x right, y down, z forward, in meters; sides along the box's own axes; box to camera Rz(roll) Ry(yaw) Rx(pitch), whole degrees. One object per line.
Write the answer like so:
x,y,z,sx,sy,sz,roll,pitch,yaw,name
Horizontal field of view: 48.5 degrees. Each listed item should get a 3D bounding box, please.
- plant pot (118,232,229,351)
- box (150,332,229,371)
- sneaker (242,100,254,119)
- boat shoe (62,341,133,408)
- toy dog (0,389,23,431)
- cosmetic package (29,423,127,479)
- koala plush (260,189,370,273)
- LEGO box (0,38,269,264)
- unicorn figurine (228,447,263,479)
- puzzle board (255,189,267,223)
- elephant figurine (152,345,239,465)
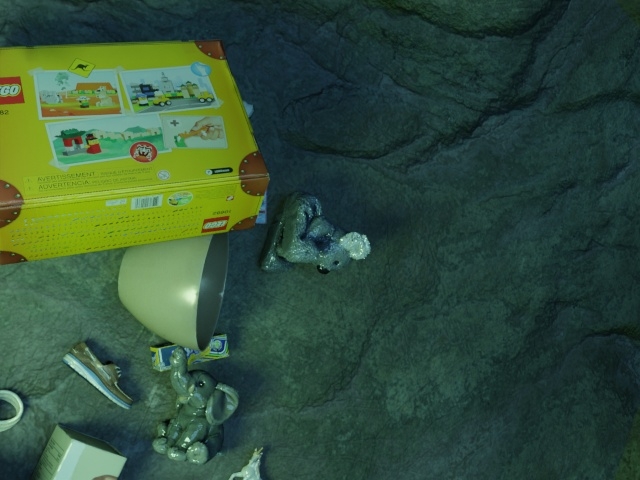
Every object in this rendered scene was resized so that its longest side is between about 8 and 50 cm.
-0.322,0.085,1.534,0.191,0.284,0.284,8,83,4,plant pot
-0.300,0.255,1.635,0.169,0.059,0.054,-9,91,-31,box
-0.287,-0.245,1.646,0.129,0.111,0.297,44,64,-6,sneaker
-0.465,0.291,1.533,0.183,0.066,0.066,47,66,-21,boat shoe
-0.727,0.330,1.321,0.334,0.161,0.220,41,70,-23,toy dog
-0.530,0.545,1.440,0.129,0.153,0.296,30,76,-27,cosmetic package
0.000,0.000,1.751,0.221,0.196,0.203,22,68,-25,koala plush
-0.396,-0.189,1.383,0.500,0.193,0.372,-8,61,-22,LEGO box
-0.167,0.578,1.714,0.111,0.060,0.161,-39,124,-26,unicorn figurine
-0.188,-0.091,1.738,0.128,0.011,0.096,3,88,-31,puzzle board
-0.268,0.365,1.589,0.170,0.186,0.239,15,85,-2,elephant figurine
